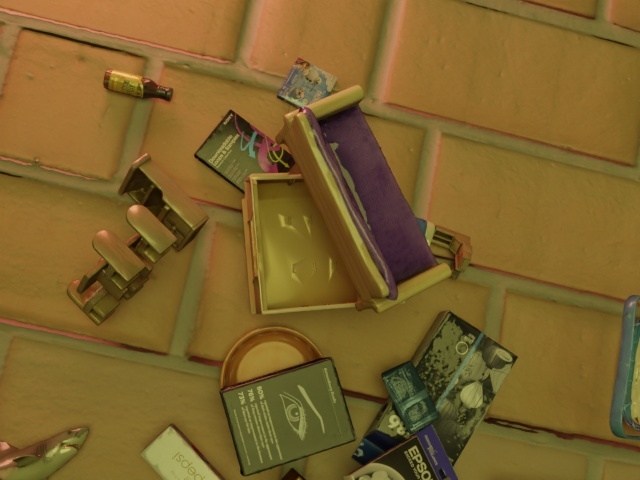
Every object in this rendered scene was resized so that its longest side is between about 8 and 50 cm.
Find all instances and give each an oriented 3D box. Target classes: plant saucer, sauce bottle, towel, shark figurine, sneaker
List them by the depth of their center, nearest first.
[{"bbox_3d":[-0.555,0.370,1.374,0.116,0.278,0.166,43,112,37],"label":"shark figurine"},{"bbox_3d":[0.162,0.282,1.464,0.067,0.029,0.119,-26,84,-11],"label":"towel"},{"bbox_3d":[-0.085,0.259,1.495,0.200,0.037,0.200,1,81,-7],"label":"plant saucer"},{"bbox_3d":[-0.345,-0.293,1.537,0.128,0.042,0.042,13,81,-4],"label":"sauce bottle"},{"bbox_3d":[0.163,0.025,1.547,0.085,0.058,0.152,17,76,-10],"label":"sneaker"}]

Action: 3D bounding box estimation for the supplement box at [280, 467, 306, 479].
[{"bbox_3d":[-0.036,0.542,1.413,0.194,0.129,0.191,42,79,1],"label":"supplement box"}]

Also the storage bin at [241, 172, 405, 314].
[{"bbox_3d":[0.000,0.000,1.483,0.262,0.123,0.260,-3,83,-15],"label":"storage bin"}]

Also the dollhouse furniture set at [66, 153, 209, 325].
[{"bbox_3d":[-0.344,-0.010,1.419,0.161,0.212,0.242,45,53,-1],"label":"dollhouse furniture set"}]

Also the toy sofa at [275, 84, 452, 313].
[{"bbox_3d":[0.075,-0.070,1.359,0.150,0.177,0.362,-25,87,-17],"label":"toy sofa"}]

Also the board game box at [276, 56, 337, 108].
[{"bbox_3d":[-0.026,-0.300,1.590,0.090,0.020,0.090,27,79,-4],"label":"board game box"}]

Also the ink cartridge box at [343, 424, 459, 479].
[{"bbox_3d":[0.170,0.452,1.399,0.208,0.045,0.206,-23,83,-30],"label":"ink cartridge box"}]

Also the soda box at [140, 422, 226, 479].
[{"bbox_3d":[-0.219,0.429,1.437,0.074,0.069,0.216,-43,88,-10],"label":"soda box"}]

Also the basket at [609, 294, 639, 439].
[{"bbox_3d":[0.640,0.254,1.489,0.289,0.201,0.254,21,77,-36],"label":"basket"}]

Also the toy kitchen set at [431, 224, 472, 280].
[{"bbox_3d":[0.243,0.029,1.557,0.075,0.083,0.068,20,121,-4],"label":"toy kitchen set"}]

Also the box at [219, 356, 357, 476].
[{"bbox_3d":[-0.059,0.304,1.417,0.207,0.108,0.153,-15,84,-10],"label":"box"}]

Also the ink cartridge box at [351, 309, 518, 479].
[{"bbox_3d":[0.215,0.311,1.513,0.165,0.065,0.332,33,80,-2],"label":"ink cartridge box"}]

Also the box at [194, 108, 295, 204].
[{"bbox_3d":[-0.144,-0.159,1.551,0.162,0.029,0.116,36,79,0],"label":"box"}]
